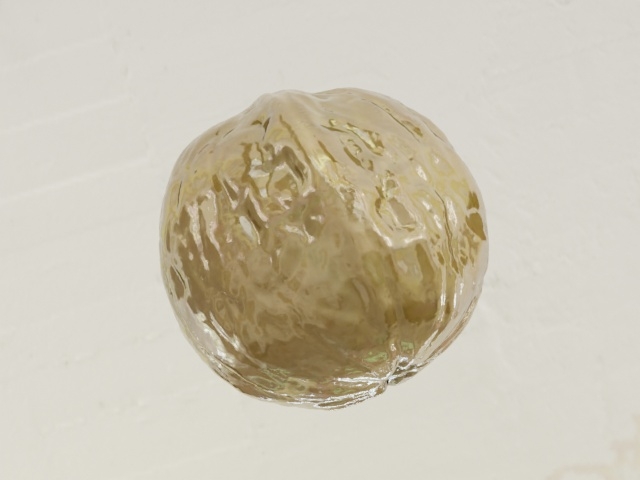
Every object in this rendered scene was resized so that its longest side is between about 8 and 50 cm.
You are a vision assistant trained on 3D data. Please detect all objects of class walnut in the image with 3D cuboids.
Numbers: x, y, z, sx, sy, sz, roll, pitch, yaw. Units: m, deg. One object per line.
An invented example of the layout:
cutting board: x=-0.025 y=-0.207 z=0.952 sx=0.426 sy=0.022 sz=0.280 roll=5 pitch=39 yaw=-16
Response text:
walnut: x=0.000 y=0.000 z=0.823 sx=0.228 sy=0.228 sz=0.228 roll=-6 pitch=-55 yaw=-9
